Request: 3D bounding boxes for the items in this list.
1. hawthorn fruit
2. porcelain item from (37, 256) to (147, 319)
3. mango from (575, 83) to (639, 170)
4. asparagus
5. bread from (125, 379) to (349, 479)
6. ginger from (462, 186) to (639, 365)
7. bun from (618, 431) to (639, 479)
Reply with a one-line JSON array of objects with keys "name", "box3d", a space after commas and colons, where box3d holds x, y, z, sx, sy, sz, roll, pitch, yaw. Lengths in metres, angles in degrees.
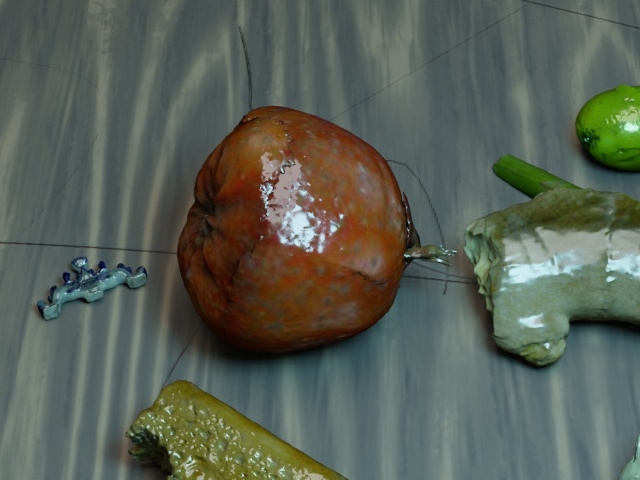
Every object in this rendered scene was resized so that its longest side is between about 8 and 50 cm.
[{"name": "hawthorn fruit", "box3d": [0.000, 0.000, 1.950, 0.307, 0.276, 0.276, 13, 47, -7]}, {"name": "porcelain item", "box3d": [-0.280, 0.045, 2.083, 0.136, 0.021, 0.075, -20, 44, -13]}, {"name": "mango", "box3d": [0.402, -0.146, 2.143, 0.178, 0.100, 0.119, -6, 44, -11]}, {"name": "asparagus", "box3d": [0.282, -0.060, 2.117, 0.045, 0.041, 0.178, -3, 24, -40]}, {"name": "bread", "box3d": [-0.063, 0.295, 1.775, 0.380, 0.109, 0.185, 28, 64, 30]}, {"name": "ginger", "box3d": [0.292, 0.043, 1.964, 0.275, 0.130, 0.221, 17, 62, 18]}, {"name": "bun", "box3d": [0.403, 0.240, 1.706, 0.239, 0.141, 0.239, -16, 63, 34]}]
